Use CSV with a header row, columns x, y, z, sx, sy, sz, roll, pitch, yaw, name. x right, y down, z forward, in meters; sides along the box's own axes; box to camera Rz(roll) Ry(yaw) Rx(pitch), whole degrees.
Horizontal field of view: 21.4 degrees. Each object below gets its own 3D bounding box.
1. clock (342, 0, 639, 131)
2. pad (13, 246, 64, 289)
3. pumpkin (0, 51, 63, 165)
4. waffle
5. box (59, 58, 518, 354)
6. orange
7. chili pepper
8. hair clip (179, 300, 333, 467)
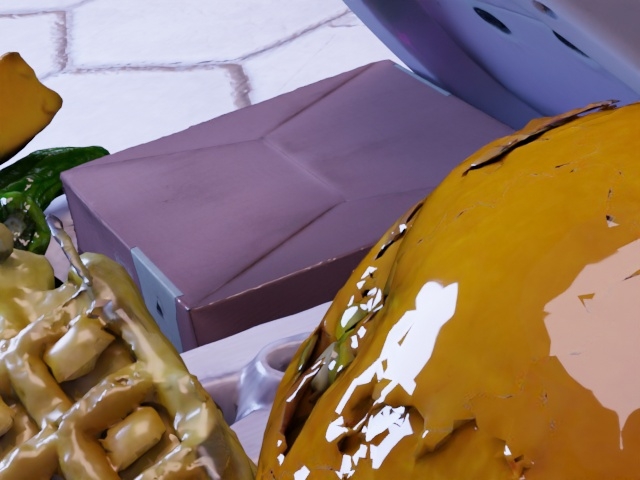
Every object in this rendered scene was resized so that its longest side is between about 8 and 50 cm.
x,y,z,sx,sy,sz,roll,pitch,yaw,name
0.136,-0.099,0.784,0.102,0.338,0.338,-53,35,-3,clock
-0.232,-0.009,0.819,0.181,0.004,0.267,8,-11,9,pad
-0.324,-0.048,0.970,0.258,0.095,0.290,-15,-3,34,pumpkin
-0.117,0.123,0.566,0.262,0.060,0.280,5,59,19,waffle
0.000,0.000,0.839,0.215,0.086,0.215,-20,28,-17,box
0.100,0.085,0.453,0.246,0.246,0.246,-9,26,5,orange
-0.171,-0.018,0.983,0.073,0.050,0.182,-29,13,15,chili pepper
0.028,0.069,0.690,0.331,0.085,0.101,-20,21,-14,hair clip
